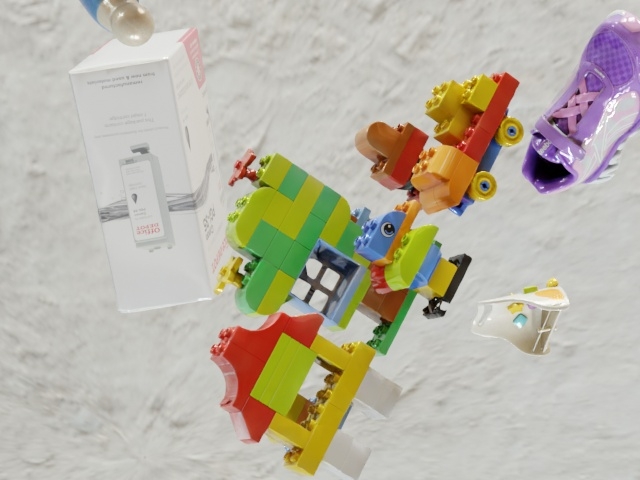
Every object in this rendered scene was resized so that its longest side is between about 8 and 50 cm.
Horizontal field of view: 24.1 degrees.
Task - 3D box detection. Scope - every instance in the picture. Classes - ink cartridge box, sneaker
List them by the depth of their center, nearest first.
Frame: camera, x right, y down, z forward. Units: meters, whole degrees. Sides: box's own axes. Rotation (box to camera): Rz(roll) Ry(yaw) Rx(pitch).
[{"bbox_3d":[0.261,-0.123,1.477,0.104,0.236,0.095,-25,63,-27],"label":"sneaker"},{"bbox_3d":[-0.187,-0.085,1.728,0.117,0.207,0.283,-7,107,7],"label":"ink cartridge box"}]

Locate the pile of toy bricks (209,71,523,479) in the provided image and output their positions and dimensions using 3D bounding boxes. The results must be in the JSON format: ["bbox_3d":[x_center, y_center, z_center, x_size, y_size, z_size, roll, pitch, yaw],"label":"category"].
[{"bbox_3d":[0.000,0.000,0.698,0.105,0.118,0.212,34,70,-15],"label":"pile of toy bricks"}]

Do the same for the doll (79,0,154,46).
[{"bbox_3d":[-0.072,-0.133,0.535,0.046,0.189,0.129,-9,87,-37],"label":"doll"}]

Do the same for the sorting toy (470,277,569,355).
[{"bbox_3d":[0.172,0.065,1.324,0.075,0.083,0.045,-3,57,-8],"label":"sorting toy"}]
